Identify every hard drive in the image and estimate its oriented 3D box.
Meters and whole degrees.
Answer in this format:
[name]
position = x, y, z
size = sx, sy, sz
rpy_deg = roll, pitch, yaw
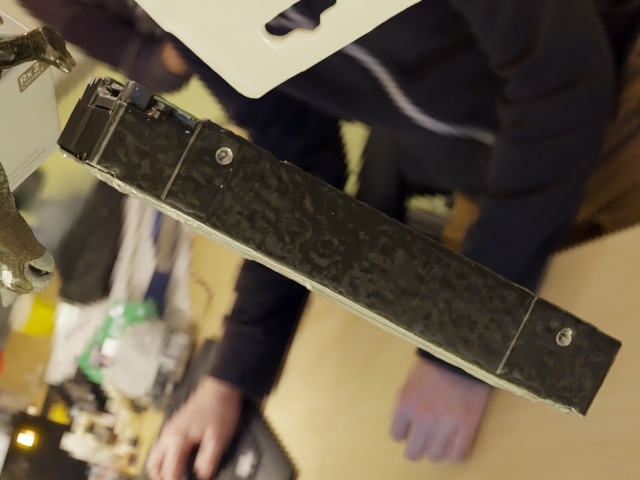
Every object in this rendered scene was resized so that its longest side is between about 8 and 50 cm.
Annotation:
[hard drive]
position = 0.000, 0.000, 1.057
size = 0.064, 0.339, 0.237
rpy_deg = -62, 16, -1

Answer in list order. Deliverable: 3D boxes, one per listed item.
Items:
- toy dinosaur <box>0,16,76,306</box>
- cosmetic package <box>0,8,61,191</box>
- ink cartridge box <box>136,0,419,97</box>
[toy dinosaur]
position = -0.247, -0.109, 0.931
size = 0.160, 0.121, 0.313
rpy_deg = -40, 78, 13
[cosmetic package]
position = -0.332, -0.119, 1.345
size = 0.151, 0.184, 0.151
rpy_deg = -47, -19, -26
[ink cartridge box]
position = -0.049, -0.154, 0.584
size = 0.115, 0.198, 0.067
rpy_deg = -24, 27, 47
